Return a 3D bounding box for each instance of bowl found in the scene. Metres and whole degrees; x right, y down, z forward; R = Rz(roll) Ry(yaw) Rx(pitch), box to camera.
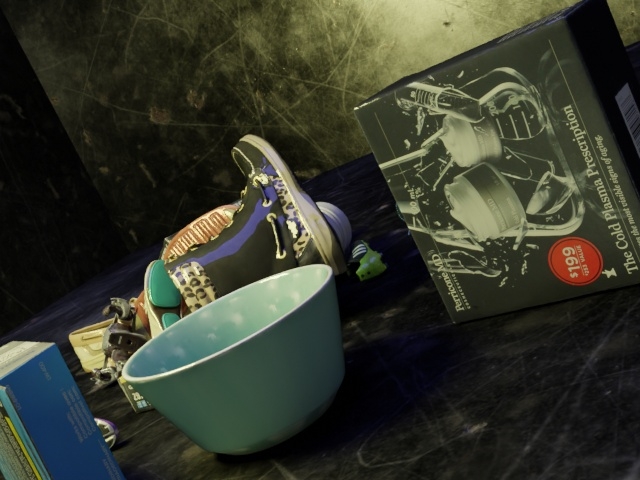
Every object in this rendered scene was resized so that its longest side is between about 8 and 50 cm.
[{"bbox_3d":[-0.090,0.172,1.152,0.312,0.163,0.311,-25,10,5],"label":"bowl"}]

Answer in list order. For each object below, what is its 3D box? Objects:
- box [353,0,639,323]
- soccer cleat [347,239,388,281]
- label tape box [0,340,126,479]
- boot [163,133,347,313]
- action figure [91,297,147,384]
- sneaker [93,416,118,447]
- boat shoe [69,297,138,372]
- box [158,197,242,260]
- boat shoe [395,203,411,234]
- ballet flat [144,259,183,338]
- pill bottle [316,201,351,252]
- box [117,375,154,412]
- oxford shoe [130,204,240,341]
[{"bbox_3d":[0.271,-0.099,1.139,0.313,0.343,0.179,-18,13,38],"label":"box"},{"bbox_3d":[0.078,0.041,1.713,0.072,0.060,0.179,-28,13,-7],"label":"soccer cleat"},{"bbox_3d":[-0.357,0.263,1.129,0.106,0.240,0.334,-30,11,-32],"label":"label tape box"},{"bbox_3d":[-0.151,-0.014,1.537,0.284,0.138,0.377,-31,54,-7],"label":"boot"},{"bbox_3d":[-0.416,0.215,1.757,0.099,0.185,0.285,3,2,-24],"label":"action figure"},{"bbox_3d":[-0.385,0.317,1.425,0.170,0.068,0.071,-16,8,46],"label":"sneaker"},{"bbox_3d":[-0.429,0.194,2.023,0.341,0.110,0.121,-26,10,-3],"label":"boat shoe"},{"bbox_3d":[-0.306,0.046,2.209,0.296,0.073,0.293,-33,-18,-42],"label":"box"},{"bbox_3d":[0.221,-0.067,1.784,0.089,0.109,0.258,-33,10,-21],"label":"boat shoe"},{"bbox_3d":[-0.323,0.156,1.736,0.086,0.248,0.086,-12,-35,-8],"label":"ballet flat"},{"bbox_3d":[-0.058,0.032,1.751,0.176,0.176,0.318,-19,12,33],"label":"pill bottle"},{"bbox_3d":[-0.161,0.184,1.522,0.322,0.079,0.257,-20,10,32],"label":"box"},{"bbox_3d":[-0.265,0.074,1.858,0.397,0.140,0.146,-46,-19,22],"label":"oxford shoe"}]
